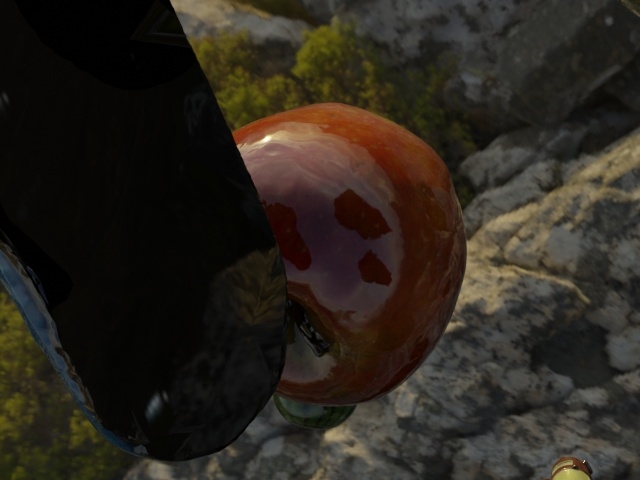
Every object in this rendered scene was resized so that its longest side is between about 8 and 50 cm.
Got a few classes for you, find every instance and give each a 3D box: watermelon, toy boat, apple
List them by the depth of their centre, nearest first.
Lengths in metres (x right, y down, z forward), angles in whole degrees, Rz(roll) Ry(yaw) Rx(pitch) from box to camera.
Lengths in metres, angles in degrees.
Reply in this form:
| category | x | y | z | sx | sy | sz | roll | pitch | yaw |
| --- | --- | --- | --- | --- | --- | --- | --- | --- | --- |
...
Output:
| category | x | y | z | sx | sy | sz | roll | pitch | yaw |
| --- | --- | --- | --- | --- | --- | --- | --- | --- | --- |
| toy boat | -0.119 | -0.026 | 0.481 | 0.092 | 0.298 | 0.134 | 4 | 35 | 44 |
| apple | 0.000 | 0.000 | 0.719 | 0.230 | 0.230 | 0.229 | -11 | 67 | 28 |
| watermelon | -0.002 | 0.158 | 1.077 | 0.109 | 0.109 | 0.108 | -11 | 67 | 28 |

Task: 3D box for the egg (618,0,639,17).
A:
| category | x | y | z | sx | sy | sz | roll | pitch | yaw |
| --- | --- | --- | --- | --- | --- | --- | --- | --- | --- |
| egg | 0.181 | -0.163 | 0.358 | 0.201 | 0.164 | 0.164 | -50 | 47 | 47 |

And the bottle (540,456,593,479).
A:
| category | x | y | z | sx | sy | sz | roll | pitch | yaw |
| --- | --- | --- | --- | --- | --- | --- | --- | --- | --- |
| bottle | 0.233 | 0.234 | 0.888 | 0.063 | 0.101 | 0.047 | 34 | 108 | 0 |
